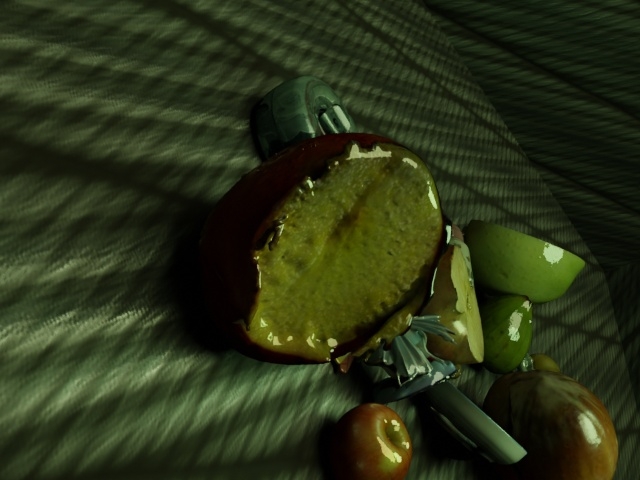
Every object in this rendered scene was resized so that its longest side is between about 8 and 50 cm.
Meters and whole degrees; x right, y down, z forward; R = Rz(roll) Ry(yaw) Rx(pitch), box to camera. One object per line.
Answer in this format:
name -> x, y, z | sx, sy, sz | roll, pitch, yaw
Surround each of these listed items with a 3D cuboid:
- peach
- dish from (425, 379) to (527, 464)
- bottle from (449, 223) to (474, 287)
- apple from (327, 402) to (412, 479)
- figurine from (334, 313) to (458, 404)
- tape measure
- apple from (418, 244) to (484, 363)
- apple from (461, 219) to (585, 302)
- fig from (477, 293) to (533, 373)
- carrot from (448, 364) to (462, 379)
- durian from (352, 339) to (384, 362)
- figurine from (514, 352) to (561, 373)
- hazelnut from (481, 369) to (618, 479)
peach -> 0.000, 0.000, 1.157 | 0.339, 0.417, 0.353 | 31, 45, -38
dish -> 0.323, 0.436, 1.653 | 0.273, 0.134, 0.273 | 42, -4, 3
bottle -> 0.356, 0.064, 2.003 | 0.120, 0.120, 0.253 | 41, 36, -38
apple -> 0.087, 0.380, 1.308 | 0.163, 0.139, 0.163 | 34, 35, -27
figurine -> 0.131, 0.123, 1.478 | 0.277, 0.248, 0.387 | -16, 80, -37
tape measure -> -0.015, -0.232, 1.570 | 0.256, 0.147, 0.275 | 57, 29, -16
apple -> 0.287, 0.163, 1.766 | 0.251, 0.163, 0.292 | -62, 137, -62
apple -> 0.589, 0.049, 2.143 | 0.361, 0.311, 0.320 | 23, 41, 7
fig -> 0.509, 0.250, 2.016 | 0.203, 0.225, 0.203 | 40, 16, -14
carrot -> 0.311, 0.316, 1.754 | 0.254, 0.049, 0.049 | 29, 44, -70
durian -> 0.119, 0.117, 1.312 | 0.078, 0.140, 0.224 | 39, 64, 5
figurine -> 0.655, 0.468, 2.150 | 0.342, 0.167, 0.284 | 71, 25, -48
hazelnut -> 0.567, 0.484, 1.800 | 0.315, 0.372, 0.372 | -34, 101, -31
